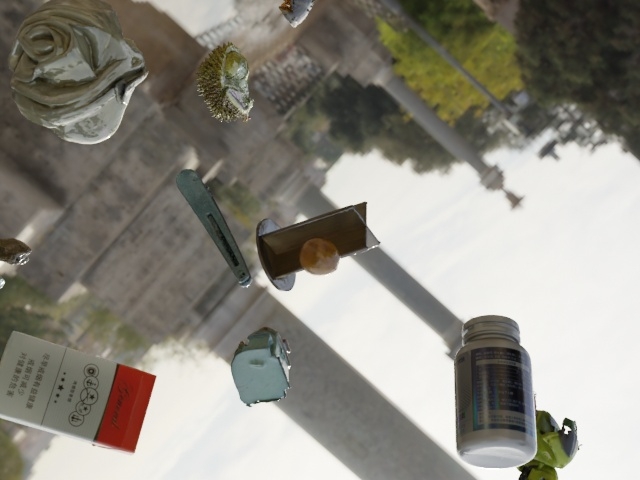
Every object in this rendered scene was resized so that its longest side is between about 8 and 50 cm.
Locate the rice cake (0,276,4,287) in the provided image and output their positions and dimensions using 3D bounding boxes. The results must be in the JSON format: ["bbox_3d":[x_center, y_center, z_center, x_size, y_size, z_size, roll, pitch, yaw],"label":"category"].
[{"bbox_3d":[-0.713,0.012,2.010,0.042,0.245,0.045,-49,168,-5],"label":"rice cake"}]

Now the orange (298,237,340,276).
[{"bbox_3d":[-0.002,0.034,2.069,0.085,0.085,0.085,-48,-176,5],"label":"orange"}]

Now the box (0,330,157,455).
[{"bbox_3d":[-0.395,0.245,1.641,0.035,0.245,0.139,142,-36,-61],"label":"box"}]

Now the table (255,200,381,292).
[{"bbox_3d":[0.000,0.000,2.182,0.226,0.167,0.167,-19,-164,22],"label":"table"}]

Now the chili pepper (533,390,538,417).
[{"bbox_3d":[0.395,0.384,2.248,0.169,0.088,0.065,-21,-159,-33],"label":"chili pepper"}]

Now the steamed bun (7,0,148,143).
[{"bbox_3d":[-0.385,-0.272,1.568,0.218,0.211,0.144,-59,164,4],"label":"steamed bun"}]

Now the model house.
[{"bbox_3d":[-0.121,0.253,2.216,0.119,0.148,0.149,-11,-153,14],"label":"model house"}]

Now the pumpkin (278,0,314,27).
[{"bbox_3d":[-0.065,-0.503,1.931,0.107,0.183,0.119,-35,-176,9],"label":"pumpkin"}]

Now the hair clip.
[{"bbox_3d":[-0.173,-0.014,1.793,0.048,0.275,0.083,-32,144,-5],"label":"hair clip"}]

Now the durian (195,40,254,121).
[{"bbox_3d":[-0.185,-0.305,2.040,0.208,0.102,0.146,59,35,-57],"label":"durian"}]

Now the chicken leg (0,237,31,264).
[{"bbox_3d":[-0.578,0.011,1.701,0.069,0.197,0.085,-80,176,-74],"label":"chicken leg"}]

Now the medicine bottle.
[{"bbox_3d":[0.234,0.203,1.390,0.107,0.107,0.191,-44,-144,49],"label":"medicine bottle"}]

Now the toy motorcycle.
[{"bbox_3d":[0.489,0.434,2.419,0.206,0.142,0.342,-40,-133,17],"label":"toy motorcycle"}]
